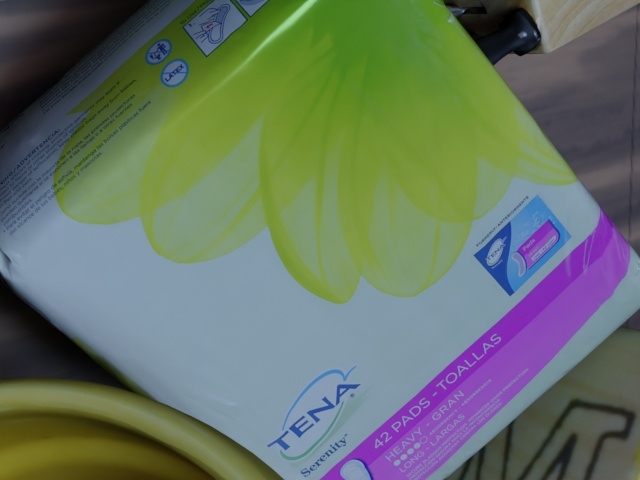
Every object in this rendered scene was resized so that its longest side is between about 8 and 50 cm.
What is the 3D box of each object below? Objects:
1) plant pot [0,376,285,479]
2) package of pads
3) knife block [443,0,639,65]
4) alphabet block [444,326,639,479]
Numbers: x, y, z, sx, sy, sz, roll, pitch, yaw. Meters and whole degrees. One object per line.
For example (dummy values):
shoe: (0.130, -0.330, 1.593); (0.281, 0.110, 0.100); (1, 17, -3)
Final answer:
plant pot: (-0.090, 0.199, 0.689); (0.239, 0.254, 0.254); (56, 54, -74)
package of pads: (0.000, 0.000, 0.788); (0.229, 0.101, 0.296); (-41, 128, 3)
knife block: (0.118, -0.148, 0.928); (0.275, 0.088, 0.242); (25, 81, -39)
alphabet block: (0.151, 0.158, 0.925); (0.192, 0.197, 0.193); (29, 78, -37)
